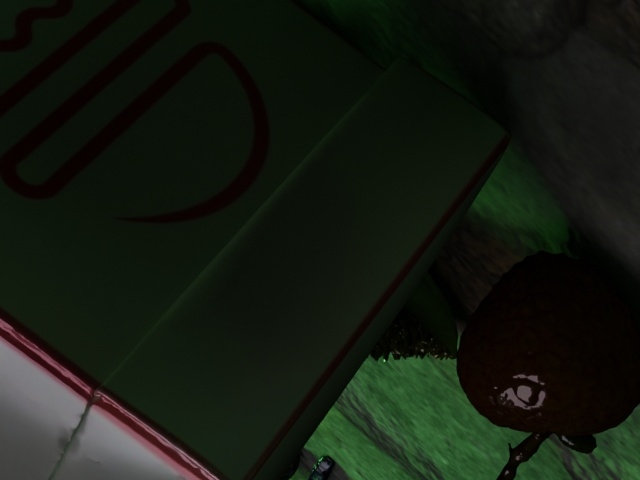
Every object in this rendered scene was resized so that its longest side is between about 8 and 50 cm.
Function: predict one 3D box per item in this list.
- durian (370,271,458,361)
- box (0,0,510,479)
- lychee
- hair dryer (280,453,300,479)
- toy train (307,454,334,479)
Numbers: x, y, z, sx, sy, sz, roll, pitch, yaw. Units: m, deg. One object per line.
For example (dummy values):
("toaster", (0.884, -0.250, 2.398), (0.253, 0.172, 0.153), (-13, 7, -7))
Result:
("durian", (-0.009, 0.005, 1.104), (0.137, 0.095, 0.221), (5, 129, 60))
("box", (-0.135, 0.031, 0.908), (0.300, 0.312, 0.314), (36, 136, 5))
("lychee", (0.124, 0.074, 0.936), (0.101, 0.114, 0.140), (-106, 20, -48))
("hair dryer", (-0.116, 0.148, 1.674), (0.173, 0.050, 0.195), (19, 144, 46))
("toy train", (-0.001, 0.230, 1.637), (0.017, 0.017, 0.083), (41, 159, 10))
